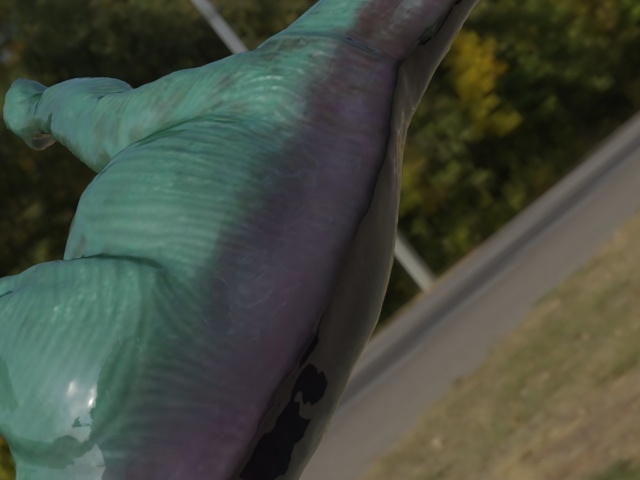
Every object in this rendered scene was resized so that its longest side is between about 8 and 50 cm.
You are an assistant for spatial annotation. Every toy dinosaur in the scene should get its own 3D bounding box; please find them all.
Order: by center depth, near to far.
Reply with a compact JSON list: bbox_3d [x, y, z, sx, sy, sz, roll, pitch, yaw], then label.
[{"bbox_3d":[0.000,0.000,0.511,0.331,0.129,0.383,-25,34,36],"label":"toy dinosaur"}]
